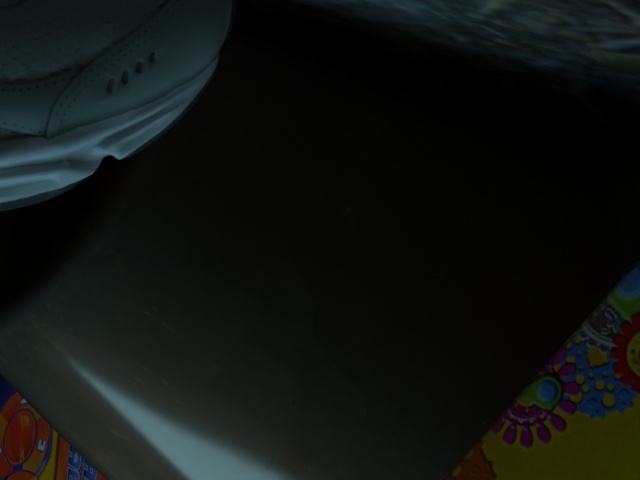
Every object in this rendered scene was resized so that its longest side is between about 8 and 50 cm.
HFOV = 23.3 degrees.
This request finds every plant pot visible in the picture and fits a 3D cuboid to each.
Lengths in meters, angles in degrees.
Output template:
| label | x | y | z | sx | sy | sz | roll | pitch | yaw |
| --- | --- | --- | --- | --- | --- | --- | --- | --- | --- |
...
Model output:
| label | x | y | z | sx | sy | sz | roll | pitch | yaw |
| --- | --- | --- | --- | --- | --- | --- | --- | --- | --- |
| plant pot | -0.004 | 0.033 | 0.604 | 0.229 | 0.263 | 0.263 | 34 | 168 | -23 |

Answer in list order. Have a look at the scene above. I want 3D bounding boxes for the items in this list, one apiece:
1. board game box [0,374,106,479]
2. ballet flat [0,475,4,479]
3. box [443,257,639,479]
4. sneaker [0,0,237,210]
| label | x | y | z | sx | sy | sz | roll | pitch | yaw |
| --- | --- | --- | --- | --- | --- | --- | --- | --- | --- |
| board game box | -0.117 | 0.183 | 1.293 | 0.356 | 0.356 | 0.356 | 28 | -168 | 32 |
| ballet flat | -0.212 | 0.062 | 0.606 | 0.147 | 0.147 | 0.409 | 14 | 155 | -1 |
| box | 0.160 | 0.120 | 0.402 | 0.177 | 0.279 | 0.290 | 46 | -168 | 31 |
| sneaker | -0.140 | -0.078 | 0.382 | 0.262 | 0.121 | 0.099 | -5 | -134 | -23 |
